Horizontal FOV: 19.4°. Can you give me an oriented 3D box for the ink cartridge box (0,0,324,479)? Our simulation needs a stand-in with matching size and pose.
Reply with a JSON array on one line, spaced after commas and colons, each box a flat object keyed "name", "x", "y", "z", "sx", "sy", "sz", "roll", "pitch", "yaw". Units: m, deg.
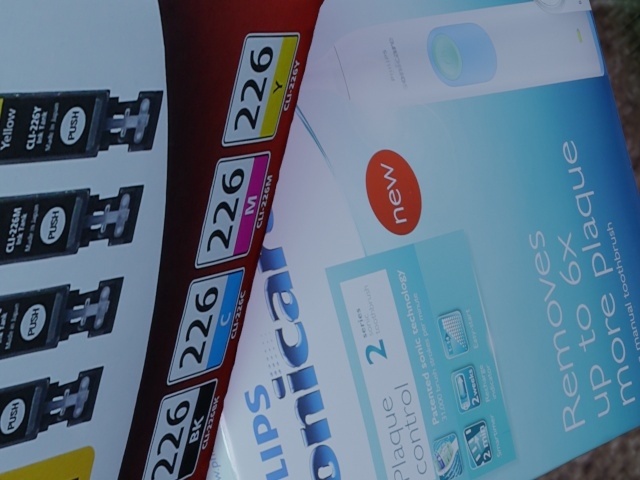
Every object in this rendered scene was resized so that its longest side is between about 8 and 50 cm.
[{"name": "ink cartridge box", "x": -0.150, "y": 0.064, "z": 0.476, "sx": 0.272, "sy": 0.130, "sz": 0.309, "roll": -11, "pitch": 119, "yaw": -58}]

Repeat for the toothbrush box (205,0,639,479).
[{"name": "toothbrush box", "x": 0.000, "y": 0.000, "z": 0.718, "sx": 0.295, "sy": 0.126, "sz": 0.216, "roll": -13, "pitch": 89, "yaw": -51}]
